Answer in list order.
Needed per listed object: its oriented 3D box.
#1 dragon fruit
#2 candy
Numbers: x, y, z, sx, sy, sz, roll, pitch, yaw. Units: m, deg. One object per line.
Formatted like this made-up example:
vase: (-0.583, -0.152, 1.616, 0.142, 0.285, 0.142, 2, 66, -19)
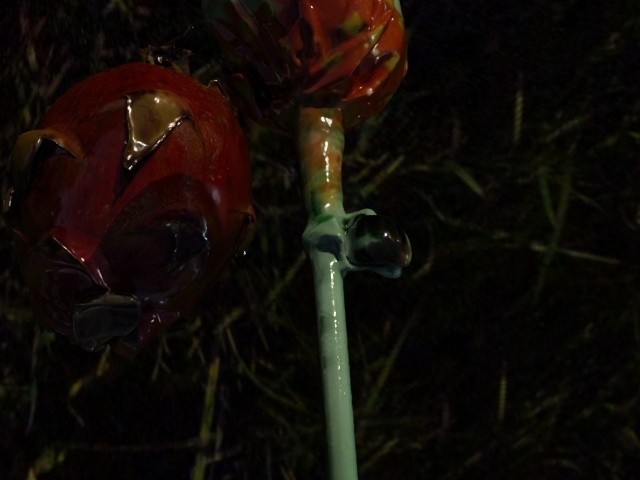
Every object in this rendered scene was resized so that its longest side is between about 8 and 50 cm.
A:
dragon fruit: (-0.094, -0.047, 0.595, 0.125, 0.246, 0.125, -35, 116, 25)
candy: (0.000, -0.001, 0.393, 0.078, 0.287, 0.084, -25, 143, 31)
